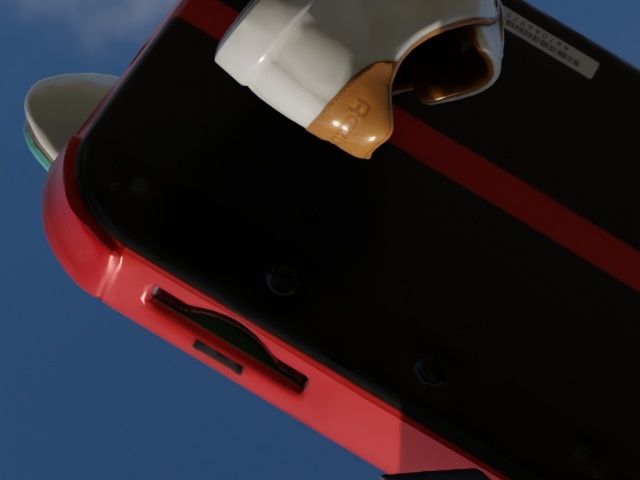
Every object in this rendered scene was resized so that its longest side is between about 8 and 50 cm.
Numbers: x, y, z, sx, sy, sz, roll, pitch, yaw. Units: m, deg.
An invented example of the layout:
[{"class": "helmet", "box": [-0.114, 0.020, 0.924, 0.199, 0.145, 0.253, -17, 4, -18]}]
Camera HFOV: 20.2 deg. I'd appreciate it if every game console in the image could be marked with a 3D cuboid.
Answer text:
[{"class": "game console", "box": [0.065, -0.027, 1.070, 0.386, 0.060, 0.342, 31, -129, 0]}]

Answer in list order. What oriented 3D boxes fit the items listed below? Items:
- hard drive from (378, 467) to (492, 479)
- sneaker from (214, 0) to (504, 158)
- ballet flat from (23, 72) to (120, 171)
[{"class": "hard drive", "box": [0.076, 0.299, 0.792, 0.064, 0.237, 0.339, -2, -74, -20]}, {"class": "sneaker", "box": [0.067, -0.147, 1.008, 0.123, 0.106, 0.290, 41, -123, 0]}, {"class": "ballet flat", "box": [0.000, 0.000, 1.142, 0.400, 0.139, 0.139, 40, -105, -11]}]
